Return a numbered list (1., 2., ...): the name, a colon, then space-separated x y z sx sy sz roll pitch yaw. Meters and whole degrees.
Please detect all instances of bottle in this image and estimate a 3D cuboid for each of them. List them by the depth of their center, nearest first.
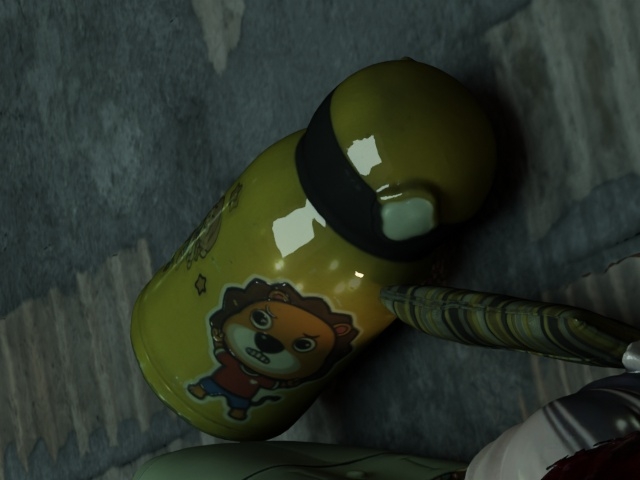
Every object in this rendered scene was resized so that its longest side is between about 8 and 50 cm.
1. bottle: 0.000 0.000 1.420 0.351 0.171 0.171 -49 54 41

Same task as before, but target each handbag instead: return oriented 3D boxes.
1. handbag: 0.010 0.209 1.359 0.315 0.241 0.109 -5 88 55

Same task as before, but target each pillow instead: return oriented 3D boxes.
1. pillow: 0.144 0.062 1.291 0.203 0.113 0.038 6 79 53

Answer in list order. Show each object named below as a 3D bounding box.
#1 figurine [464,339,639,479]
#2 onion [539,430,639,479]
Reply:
1. figurine: 0.215 0.256 1.104 0.361 0.253 0.211 62 163 23
2. onion: 0.200 0.209 0.905 0.252 0.219 0.252 32 132 43
